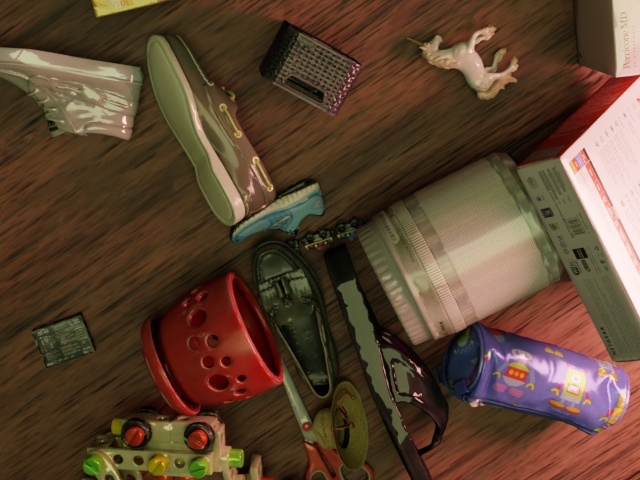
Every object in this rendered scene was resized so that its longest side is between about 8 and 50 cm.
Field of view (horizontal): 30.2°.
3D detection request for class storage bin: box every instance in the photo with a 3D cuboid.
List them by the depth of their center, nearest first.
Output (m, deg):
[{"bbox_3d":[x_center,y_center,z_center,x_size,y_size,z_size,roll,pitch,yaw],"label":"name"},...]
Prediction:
[{"bbox_3d":[-0.016,-0.254,1.735,0.122,0.180,0.084,28,99,-10],"label":"storage bin"}]

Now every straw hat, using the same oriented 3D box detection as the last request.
[{"bbox_3d":[0.022,0.302,1.916,0.061,0.144,0.144,-10,106,25],"label":"straw hat"}]

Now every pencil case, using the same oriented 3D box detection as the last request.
[{"bbox_3d":[0.338,0.222,1.872,0.306,0.119,0.133,17,72,-21],"label":"pencil case"}]

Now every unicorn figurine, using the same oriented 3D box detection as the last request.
[{"bbox_3d":[0.227,-0.279,1.808,0.111,0.060,0.162,-38,103,5],"label":"unicorn figurine"}]

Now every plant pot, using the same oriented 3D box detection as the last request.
[{"bbox_3d":[-0.171,0.167,1.821,0.174,0.191,0.191,-25,104,4],"label":"plant pot"}]

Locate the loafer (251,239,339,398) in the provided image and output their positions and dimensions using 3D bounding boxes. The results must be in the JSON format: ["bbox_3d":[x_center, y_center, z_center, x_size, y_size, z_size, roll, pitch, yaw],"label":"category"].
[{"bbox_3d":[-0.031,0.127,1.861,0.096,0.084,0.268,-22,111,4],"label":"loafer"}]

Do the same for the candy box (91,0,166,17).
[{"bbox_3d":[-0.252,-0.402,1.748,0.186,0.053,0.109,-13,104,0],"label":"candy box"}]

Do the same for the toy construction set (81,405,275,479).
[{"bbox_3d":[-0.235,0.372,1.883,0.327,0.151,0.215,-2,103,-4],"label":"toy construction set"}]

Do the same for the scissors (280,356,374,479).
[{"bbox_3d":[-0.023,0.326,1.955,0.109,0.021,0.297,-36,104,5],"label":"scissors"}]

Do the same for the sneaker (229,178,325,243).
[{"bbox_3d":[-0.065,-0.031,1.846,0.162,0.063,0.073,-26,107,2],"label":"sneaker"}]

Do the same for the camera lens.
[{"bbox_3d":[0.218,0.010,1.795,0.274,0.219,0.219,-27,104,2],"label":"camera lens"}]

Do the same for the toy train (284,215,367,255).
[{"bbox_3d":[0.000,0.000,1.876,0.158,0.027,0.036,-19,107,1],"label":"toy train"}]

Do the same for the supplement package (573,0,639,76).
[{"bbox_3d":[0.524,-0.361,1.739,0.262,0.198,0.199,-8,104,-2],"label":"supplement package"}]

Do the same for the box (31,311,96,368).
[{"bbox_3d":[-0.408,0.159,1.888,0.083,0.018,0.067,-19,104,1],"label":"box"}]

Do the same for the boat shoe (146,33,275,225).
[{"bbox_3d":[-0.166,-0.176,1.786,0.091,0.109,0.305,-27,94,-26],"label":"boat shoe"}]

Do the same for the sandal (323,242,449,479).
[{"bbox_3d":[0.126,0.208,1.863,0.107,0.167,0.446,-20,103,2],"label":"sandal"}]

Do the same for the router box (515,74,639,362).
[{"bbox_3d":[0.463,-0.041,1.755,0.301,0.082,0.335,-40,107,-39],"label":"router box"}]

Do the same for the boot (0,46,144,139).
[{"bbox_3d":[-0.397,-0.215,1.758,0.258,0.095,0.123,8,96,-7],"label":"boot"}]
